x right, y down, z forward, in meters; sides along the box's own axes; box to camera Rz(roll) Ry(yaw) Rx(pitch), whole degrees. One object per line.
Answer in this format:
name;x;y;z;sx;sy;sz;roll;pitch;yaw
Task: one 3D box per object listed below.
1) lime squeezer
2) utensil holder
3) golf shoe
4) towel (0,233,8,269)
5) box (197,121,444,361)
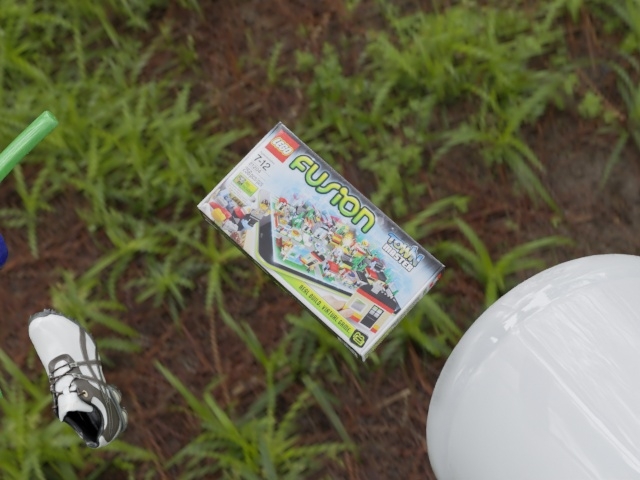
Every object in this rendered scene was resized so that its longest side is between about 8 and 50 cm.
lime squeezer;-0.293;0.026;1.188;0.110;0.310;0.059;8;37;-16
utensil holder;0.319;0.244;1.312;0.327;0.328;0.385;-31;35;-4
golf shoe;-0.321;0.181;1.893;0.077;0.198;0.094;-30;10;17
towel;-0.325;0.043;0.674;0.227;0.076;0.308;-3;21;28
box;0.000;0.000;1.334;0.207;0.036;0.114;41;82;11
